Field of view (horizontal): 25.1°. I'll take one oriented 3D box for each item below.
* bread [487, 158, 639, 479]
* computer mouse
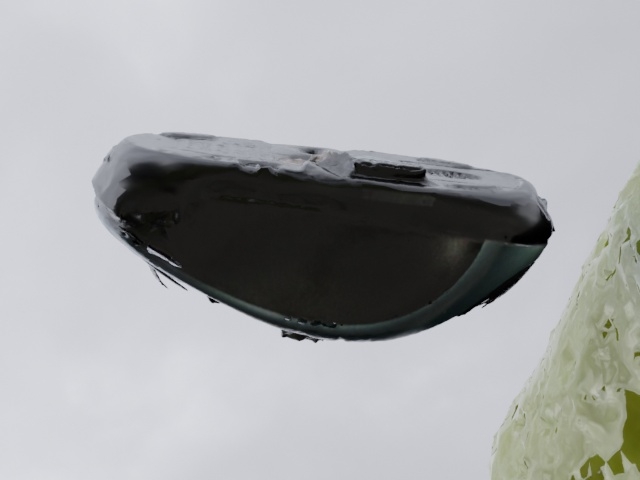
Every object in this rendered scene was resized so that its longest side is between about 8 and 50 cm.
[{"bbox_3d":[0.279,0.101,0.824,0.348,0.348,0.308,-9,-48,-15],"label":"bread"},{"bbox_3d":[0.000,0.000,0.732,0.233,0.137,0.096,5,-85,-2],"label":"computer mouse"}]
